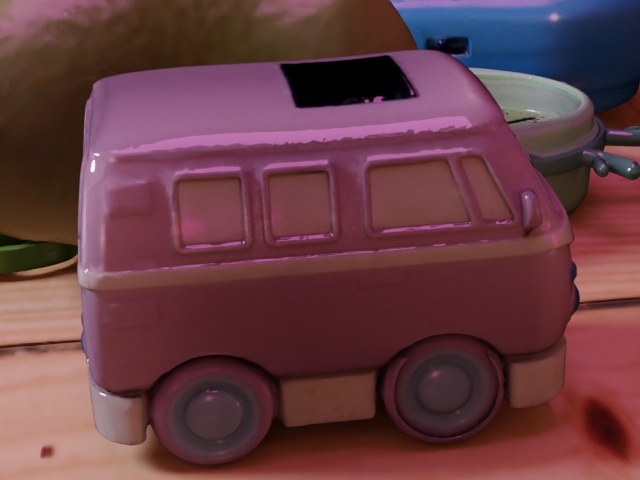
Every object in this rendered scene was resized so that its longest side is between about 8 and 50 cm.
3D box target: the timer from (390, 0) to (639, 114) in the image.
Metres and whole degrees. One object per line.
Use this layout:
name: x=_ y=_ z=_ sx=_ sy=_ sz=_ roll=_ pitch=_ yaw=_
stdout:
timer: x=0.093 y=-0.170 z=1.114 sx=0.309 sy=0.115 sz=0.340 roll=-1 pitch=20 yaw=5

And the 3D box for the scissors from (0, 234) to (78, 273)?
scissors: x=-0.222 y=0.014 z=0.764 sx=0.101 sy=0.027 sz=0.204 roll=9 pitch=20 yaw=34

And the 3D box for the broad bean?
broad bean: x=-0.075 y=-0.074 z=0.768 sx=0.263 sy=0.189 sz=0.121 roll=-1 pitch=-2 yaw=-13

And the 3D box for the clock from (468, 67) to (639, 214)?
clock: x=0.094 y=-0.054 z=0.867 sx=0.211 sy=0.066 sz=0.159 roll=8 pitch=23 yaw=25

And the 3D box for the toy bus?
toy bus: x=0.000 y=0.000 z=0.613 sx=0.202 sy=0.142 sz=0.142 roll=-5 pitch=20 yaw=-6
